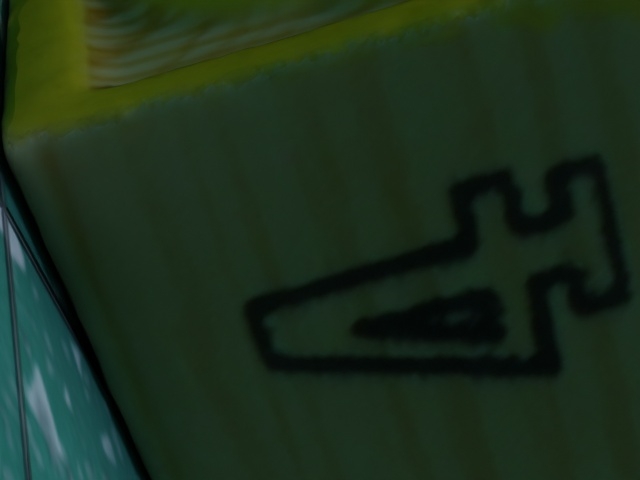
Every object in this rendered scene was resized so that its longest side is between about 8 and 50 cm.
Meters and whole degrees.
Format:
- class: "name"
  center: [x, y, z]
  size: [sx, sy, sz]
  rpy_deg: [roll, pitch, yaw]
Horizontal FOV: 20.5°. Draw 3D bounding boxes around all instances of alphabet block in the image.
- class: "alphabet block"
  center: [0.019, -0.024, 0.588]
  size: [0.192, 0.193, 0.197]
  rpy_deg: [-105, 177, -57]
